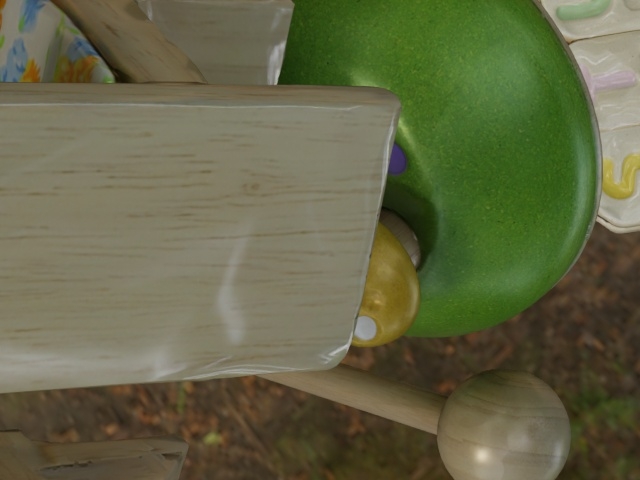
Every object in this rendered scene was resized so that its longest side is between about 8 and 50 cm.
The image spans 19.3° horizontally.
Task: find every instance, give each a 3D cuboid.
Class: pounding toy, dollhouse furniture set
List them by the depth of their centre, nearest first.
[{"bbox_3d":[-0.172,-0.097,0.490,0.256,0.362,0.394,-2,118,-29],"label":"dollhouse furniture set"},{"bbox_3d":[0.000,0.000,0.702,0.110,0.183,0.237,-41,135,-43],"label":"pounding toy"}]

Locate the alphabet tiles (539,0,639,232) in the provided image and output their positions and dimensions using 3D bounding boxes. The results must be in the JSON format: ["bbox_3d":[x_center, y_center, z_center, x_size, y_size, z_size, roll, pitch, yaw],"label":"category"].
[{"bbox_3d":[0.125,-0.136,1.081,0.278,0.284,0.021,-9,162,-10],"label":"alphabet tiles"}]
